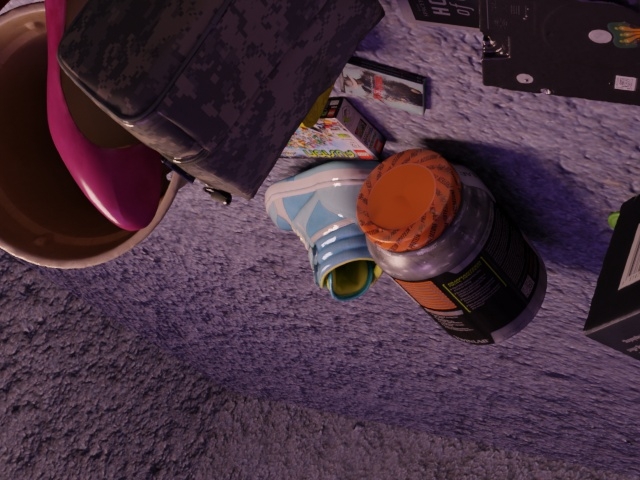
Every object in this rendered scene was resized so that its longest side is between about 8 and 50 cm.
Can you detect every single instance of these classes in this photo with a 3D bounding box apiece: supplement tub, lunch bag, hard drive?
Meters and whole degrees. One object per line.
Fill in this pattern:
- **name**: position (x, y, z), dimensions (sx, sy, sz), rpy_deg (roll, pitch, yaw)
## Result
- **supplement tub**: position (0.193, 0.010, 1.710), dimensions (0.193, 0.194, 0.316), rpy_deg (8, 156, 37)
- **lunch bag**: position (-0.088, -0.207, 1.240), dimensions (0.212, 0.305, 0.256), rpy_deg (38, -178, 43)
- **hard drive**: position (0.321, -0.211, 1.100), dimensions (0.338, 0.064, 0.237), rpy_deg (10, 157, 15)

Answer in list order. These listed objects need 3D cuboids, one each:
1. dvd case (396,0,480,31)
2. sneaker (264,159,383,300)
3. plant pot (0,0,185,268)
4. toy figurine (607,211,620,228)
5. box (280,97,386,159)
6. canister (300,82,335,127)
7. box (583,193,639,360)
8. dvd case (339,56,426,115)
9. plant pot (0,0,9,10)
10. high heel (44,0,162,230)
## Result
- **dvd case**: position (0.176, -0.274, 1.202), dimensions (0.238, 0.030, 0.179), rpy_deg (12, 159, 25)
- **sneaker**: position (0.000, 0.000, 1.847), dimensions (0.127, 0.208, 0.319), rpy_deg (1, 171, -23)
- **plant pot**: position (-0.294, -0.153, 1.588), dimensions (0.333, 0.334, 0.305), rpy_deg (19, -167, 9)
- **toy figurine**: position (0.457, 0.066, 1.622), dimensions (0.173, 0.159, 0.130), rpy_deg (27, 161, -13)
- **box**: position (-0.017, -0.163, 1.713), dimensions (0.207, 0.036, 0.114), rpy_deg (4, 155, 43)
- **canister**: position (-0.072, -0.219, 1.486), dimensions (0.169, 0.126, 0.073), rpy_deg (15, 161, 27)
- **box**: position (0.582, 0.076, 1.427), dimensions (0.395, 0.212, 0.293), rpy_deg (25, 161, -6)
- **dvd case**: position (0.081, -0.204, 1.527), dimensions (0.119, 0.013, 0.087), rpy_deg (19, 161, 11)
- **plant pot**: position (-0.477, -0.367, 1.361), dimensions (0.235, 0.267, 0.267), rpy_deg (39, 158, -11)
- **high heel**: position (-0.244, -0.198, 1.309), dimensions (0.181, 0.127, 0.377), rpy_deg (-13, 97, 64)
